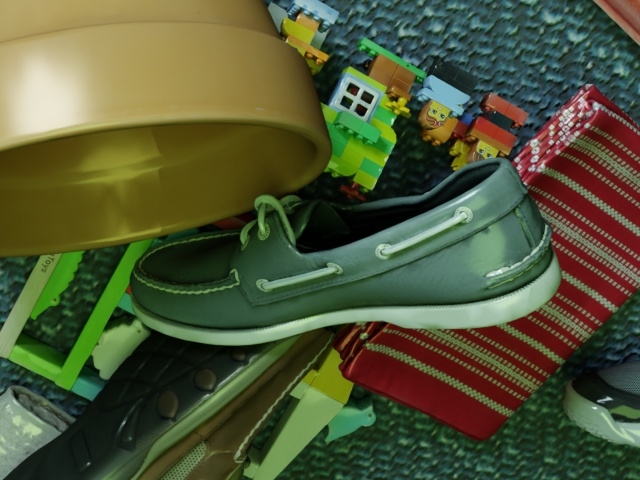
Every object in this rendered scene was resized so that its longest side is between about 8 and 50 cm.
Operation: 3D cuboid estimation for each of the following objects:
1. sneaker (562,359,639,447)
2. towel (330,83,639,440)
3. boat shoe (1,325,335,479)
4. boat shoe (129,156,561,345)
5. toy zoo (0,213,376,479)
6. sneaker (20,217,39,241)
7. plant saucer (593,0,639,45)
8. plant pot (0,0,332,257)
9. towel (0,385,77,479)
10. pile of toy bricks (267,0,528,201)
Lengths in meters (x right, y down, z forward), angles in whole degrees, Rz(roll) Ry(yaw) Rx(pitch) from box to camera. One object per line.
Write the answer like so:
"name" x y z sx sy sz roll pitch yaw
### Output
"sneaker" 0.318 0.072 1.006 0.268 0.101 0.153 -3 109 -7
"towel" 0.158 0.031 0.980 0.275 0.031 0.199 -47 132 14
"boat shoe" -0.116 0.163 0.986 0.324 0.122 0.120 -40 120 7
"boat shoe" 0.000 0.000 0.889 0.319 0.116 0.099 -3 122 28
"toy zoo" -0.084 0.071 1.029 0.293 0.030 0.192 27 106 -10
"sneaker" -0.275 -0.058 0.969 0.190 0.071 0.083 20 82 -5
"plant saucer" 0.246 -0.292 0.901 0.258 0.048 0.259 40 103 -14
"plant pot" -0.154 -0.121 0.833 0.290 0.291 0.204 -13 79 3
"towel" -0.193 0.265 1.085 0.282 0.049 0.187 37 104 -13
"pile of toy bricks" 0.034 -0.081 0.922 0.212 0.118 0.105 27 83 -10
